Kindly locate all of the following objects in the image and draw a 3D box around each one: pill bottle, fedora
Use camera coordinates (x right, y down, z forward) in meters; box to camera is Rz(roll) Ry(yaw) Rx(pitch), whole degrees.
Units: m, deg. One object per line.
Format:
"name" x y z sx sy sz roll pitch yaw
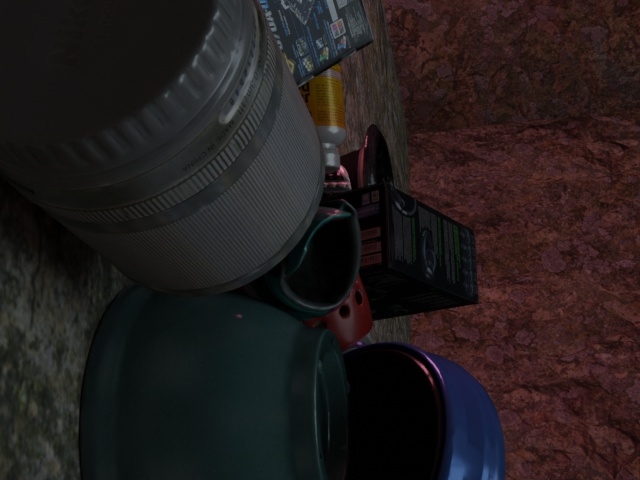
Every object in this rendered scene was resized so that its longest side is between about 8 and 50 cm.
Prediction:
"pill bottle" -0.015 -0.226 1.477 0.117 0.117 0.208 20 66 -77
"fedora" 0.064 -0.082 1.703 0.334 0.152 0.334 -5 90 -78

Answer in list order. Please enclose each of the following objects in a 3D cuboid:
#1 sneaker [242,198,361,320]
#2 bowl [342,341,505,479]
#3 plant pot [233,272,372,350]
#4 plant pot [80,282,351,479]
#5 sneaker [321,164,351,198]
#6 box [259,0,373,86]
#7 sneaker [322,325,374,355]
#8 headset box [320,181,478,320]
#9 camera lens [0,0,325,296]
"sneaker" -0.061 -0.027 0.848 0.124 0.178 0.295 -49 114 -24
"bowl" 0.021 0.281 0.898 0.077 0.391 0.391 40 33 -23
"plant pot" -0.040 0.051 1.067 0.191 0.191 0.174 -55 135 -72
"plant pot" -0.077 0.180 0.816 0.293 0.196 0.293 -5 90 -78
"sneaker" 0.000 0.000 1.519 0.118 0.110 0.292 73 23 -71
"box" -0.035 -0.315 1.038 0.175 0.051 0.220 -37 123 -27
"sneaker" 0.044 0.187 1.671 0.305 0.114 0.152 67 7 -68
"headset box" 0.081 0.035 1.290 0.283 0.246 0.131 22 62 -48
"camera lens" -0.125 -0.092 0.645 0.274 0.219 0.219 60 27 -64
